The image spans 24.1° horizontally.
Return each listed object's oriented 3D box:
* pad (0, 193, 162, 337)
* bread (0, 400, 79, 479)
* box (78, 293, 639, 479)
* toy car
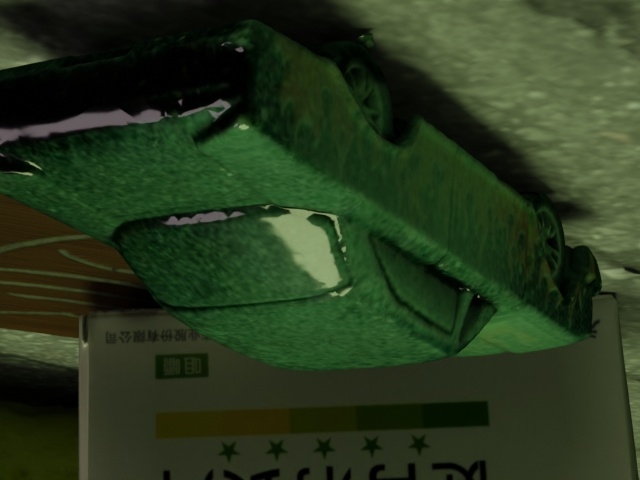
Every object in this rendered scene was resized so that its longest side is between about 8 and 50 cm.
[{"bbox_3d":[-0.128,0.021,0.865,0.286,0.018,0.284,9,161,-21],"label":"pad"},{"bbox_3d":[-0.257,0.279,1.228,0.308,0.348,0.348,0,166,-29],"label":"bread"},{"bbox_3d":[0.025,0.135,0.901,0.333,0.173,0.145,-1,164,-3],"label":"box"},{"bbox_3d":[0.000,0.000,0.635,0.141,0.097,0.321,-7,160,31],"label":"toy car"}]
